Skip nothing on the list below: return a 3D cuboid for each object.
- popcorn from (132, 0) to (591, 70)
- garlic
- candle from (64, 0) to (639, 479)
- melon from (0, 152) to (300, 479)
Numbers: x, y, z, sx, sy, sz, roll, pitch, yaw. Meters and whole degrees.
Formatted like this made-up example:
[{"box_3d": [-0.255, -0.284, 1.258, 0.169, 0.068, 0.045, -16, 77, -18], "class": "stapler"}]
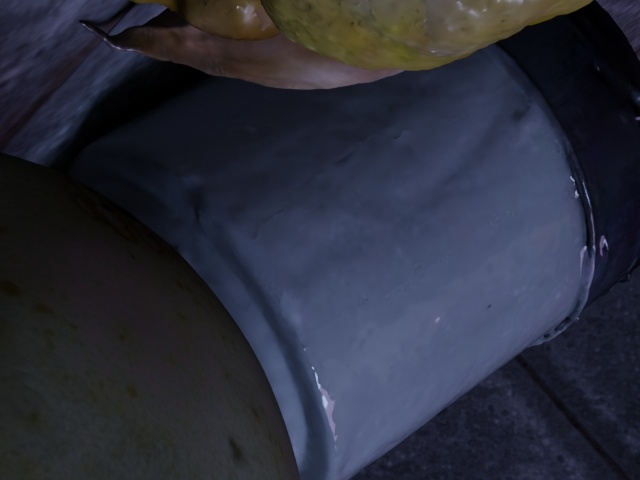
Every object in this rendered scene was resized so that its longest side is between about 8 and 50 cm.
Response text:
[{"box_3d": [0.040, -0.148, 0.506, 0.253, 0.190, 0.191, -39, 164, 9], "class": "popcorn"}, {"box_3d": [0.018, -0.124, 0.749, 0.128, 0.115, 0.207, -40, 175, -48], "class": "garlic"}, {"box_3d": [0.000, 0.000, 0.938, 0.342, 0.221, 0.221, -31, 167, -29], "class": "candle"}, {"box_3d": [-0.137, 0.118, 0.696, 0.268, 0.268, 0.330, -37, 139, -21], "class": "melon"}]
